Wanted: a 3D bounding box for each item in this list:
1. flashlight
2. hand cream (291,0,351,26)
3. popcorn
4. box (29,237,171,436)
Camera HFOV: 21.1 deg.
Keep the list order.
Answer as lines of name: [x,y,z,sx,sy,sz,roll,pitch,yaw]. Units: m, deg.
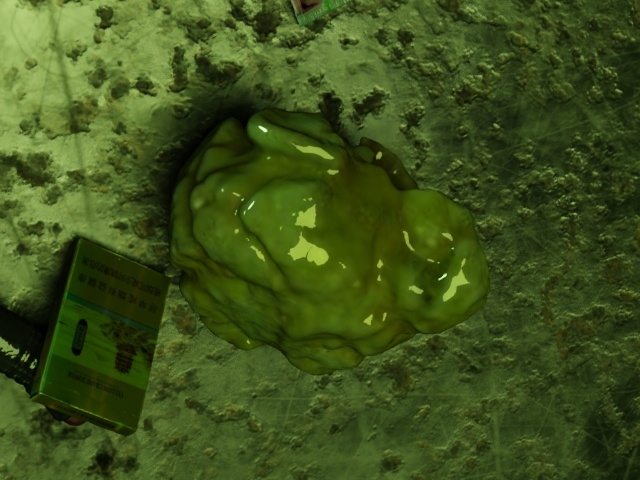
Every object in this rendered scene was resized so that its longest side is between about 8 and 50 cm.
flashlight: [-0.341,0.117,1.893,0.232,0.093,0.093,33,92,-20]
hand cream: [-0.031,-0.375,1.891,0.079,0.050,0.275,-16,118,11]
popcorn: [-0.004,0.012,1.876,0.334,0.292,0.293,12,106,-18]
box: [-0.239,0.106,1.893,0.121,0.030,0.193,25,58,-24]
